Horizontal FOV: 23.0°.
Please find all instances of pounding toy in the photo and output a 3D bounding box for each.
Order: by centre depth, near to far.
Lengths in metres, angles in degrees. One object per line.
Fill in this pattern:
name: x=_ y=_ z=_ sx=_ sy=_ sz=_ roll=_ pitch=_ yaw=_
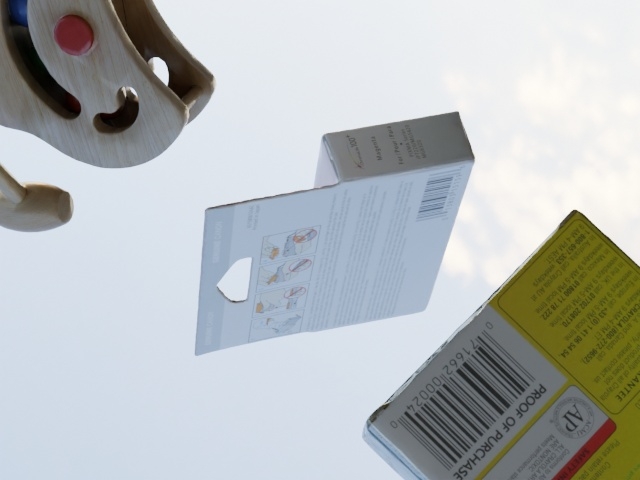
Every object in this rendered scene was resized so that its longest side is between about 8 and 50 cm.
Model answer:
pounding toy: x=-0.167 y=-0.122 z=1.072 sx=0.154 sy=0.269 sz=0.155 roll=6 pitch=-154 yaw=13

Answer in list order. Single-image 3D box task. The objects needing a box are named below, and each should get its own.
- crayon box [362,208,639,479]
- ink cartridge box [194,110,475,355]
crayon box: x=0.208 y=0.163 z=1.017 sx=0.318 sy=0.202 sz=0.081 roll=44 pitch=170 yaw=8
ink cartridge box: x=0.000 y=0.000 z=1.433 sx=0.239 sy=0.275 sz=0.060 roll=-10 pitch=-119 yaw=-12
